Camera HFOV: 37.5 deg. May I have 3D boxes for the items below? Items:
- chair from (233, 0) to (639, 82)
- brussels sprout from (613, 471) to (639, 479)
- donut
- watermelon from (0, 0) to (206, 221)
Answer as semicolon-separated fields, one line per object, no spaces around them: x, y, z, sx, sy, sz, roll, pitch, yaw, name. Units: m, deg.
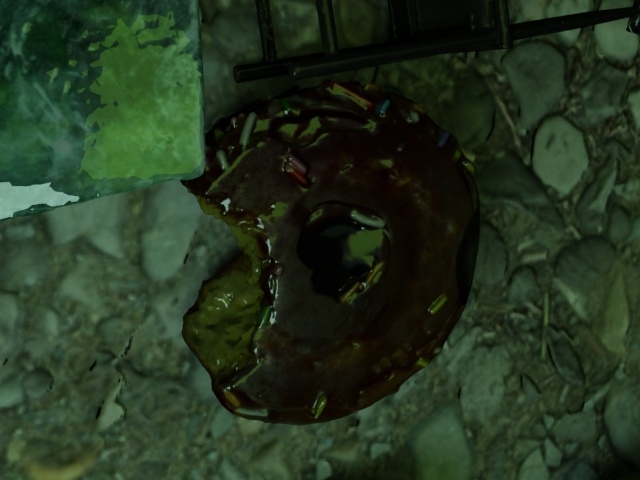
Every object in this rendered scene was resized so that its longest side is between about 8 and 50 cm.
0.073;-0.194;0.618;0.260;0.141;0.154;-13;103;-20;chair
0.303;0.292;0.746;0.244;0.244;0.244;-4;99;-23;brussels sprout
0.001;0.001;0.632;0.216;0.096;0.230;-24;114;-20;donut
-0.185;-0.129;0.501;0.228;0.258;0.387;-41;68;2;watermelon
